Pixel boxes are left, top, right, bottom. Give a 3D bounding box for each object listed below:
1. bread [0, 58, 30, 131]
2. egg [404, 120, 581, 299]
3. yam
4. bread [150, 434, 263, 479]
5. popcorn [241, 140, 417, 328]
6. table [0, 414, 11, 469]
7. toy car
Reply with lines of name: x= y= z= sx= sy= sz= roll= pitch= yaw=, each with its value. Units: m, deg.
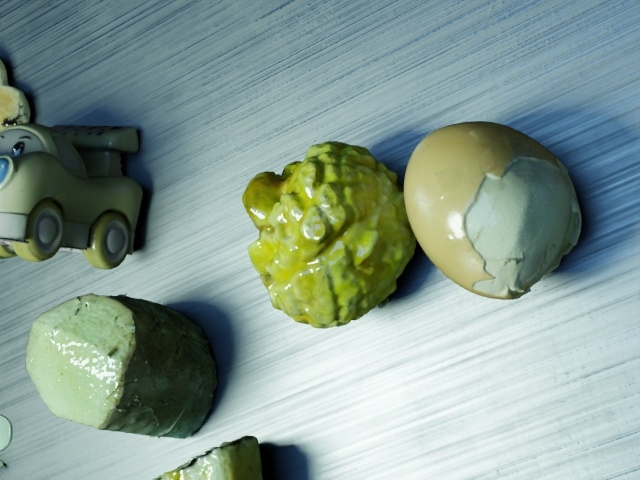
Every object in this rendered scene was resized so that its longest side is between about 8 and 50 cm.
bread: x=-0.595 y=-0.159 z=2.207 sx=0.316 sy=0.054 sz=0.316 roll=-2 pitch=85 yaw=26
egg: x=0.207 y=-0.047 z=1.697 sx=0.201 sy=0.201 sz=0.244 roll=-53 pitch=54 yaw=14
yam: x=-0.280 y=0.173 z=1.893 sx=0.202 sy=0.271 sz=0.201 roll=13 pitch=92 yaw=24
bread: x=-0.208 y=0.462 z=1.851 sx=0.395 sy=0.239 sz=0.264 roll=-30 pitch=75 yaw=19
popcorn: x=0.000 y=0.000 z=1.804 sx=0.251 sy=0.206 sz=0.237 roll=-30 pitch=88 yaw=40
table: x=-0.601 y=0.319 z=2.083 sx=0.166 sy=0.198 sz=0.166 roll=-2 pitch=85 yaw=27
toy car: x=-0.425 y=-0.082 z=1.952 sx=0.242 sy=0.336 sz=0.226 roll=4 pitch=86 yaw=28
